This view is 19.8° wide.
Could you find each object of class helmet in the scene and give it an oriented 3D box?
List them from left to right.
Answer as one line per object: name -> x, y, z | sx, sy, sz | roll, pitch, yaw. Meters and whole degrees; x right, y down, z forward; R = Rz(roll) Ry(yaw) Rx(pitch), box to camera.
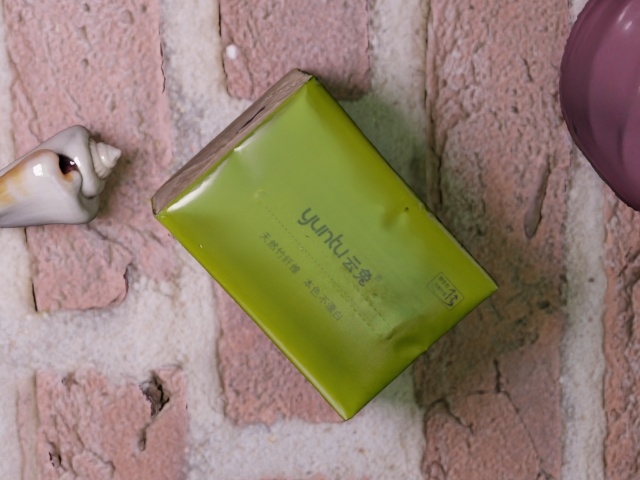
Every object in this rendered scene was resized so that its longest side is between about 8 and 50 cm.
helmet -> 0.406, -0.129, 1.791 | 0.338, 0.197, 0.271 | 41, 90, -10

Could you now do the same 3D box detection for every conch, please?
conch -> -0.277, -0.058, 1.769 | 0.176, 0.104, 0.094 | -6, 118, 4

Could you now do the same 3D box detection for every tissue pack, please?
tissue pack -> 0.000, 0.000, 1.774 | 0.200, 0.167, 0.274 | -42, 102, 1
